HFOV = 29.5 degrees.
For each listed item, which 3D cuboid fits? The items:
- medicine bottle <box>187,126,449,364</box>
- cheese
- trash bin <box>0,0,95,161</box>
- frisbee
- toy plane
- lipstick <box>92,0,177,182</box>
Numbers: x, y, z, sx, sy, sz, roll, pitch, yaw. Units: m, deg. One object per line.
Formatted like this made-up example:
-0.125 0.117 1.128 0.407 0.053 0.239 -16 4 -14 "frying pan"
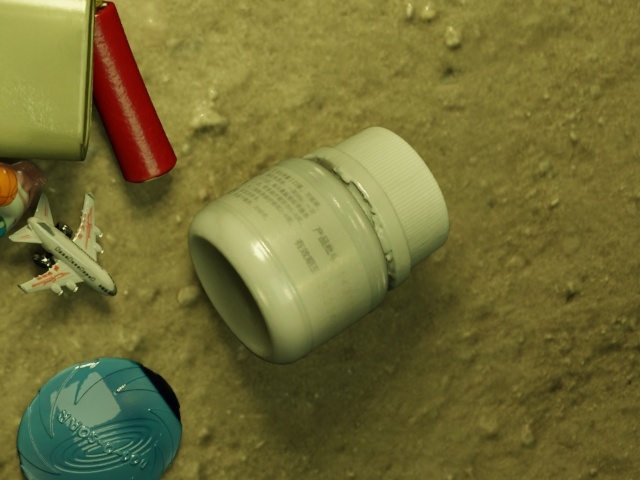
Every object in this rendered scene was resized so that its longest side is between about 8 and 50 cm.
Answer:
0.000 0.000 1.671 0.306 0.245 0.245 -32 117 -20 "medicine bottle"
-0.482 -0.027 1.530 0.286 0.074 0.189 -26 154 -2 "cheese"
-0.400 -0.216 1.462 0.247 0.121 0.243 3 107 -6 "trash bin"
-0.312 0.285 1.748 0.242 0.045 0.242 -8 111 -22 "frisbee"
-0.336 0.020 1.629 0.171 0.065 0.162 52 59 -38 "toy plane"
-0.263 -0.192 1.588 0.080 0.080 0.241 -26 115 -14 "lipstick"
